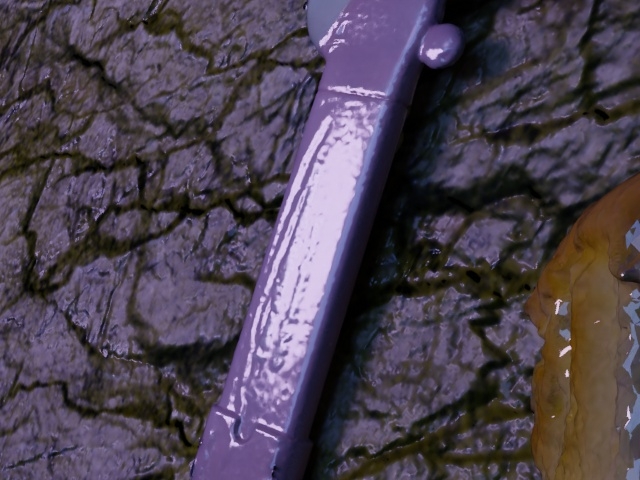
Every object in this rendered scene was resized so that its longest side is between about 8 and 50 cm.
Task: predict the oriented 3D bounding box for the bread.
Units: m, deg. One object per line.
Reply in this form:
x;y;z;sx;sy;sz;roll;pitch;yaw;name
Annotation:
0.165;0.041;0.407;0.251;0.133;0.174;-10;69;39;bread

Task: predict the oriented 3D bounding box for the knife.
0.000;0.000;0.643;0.132;0.038;0.399;13;84;43;knife
